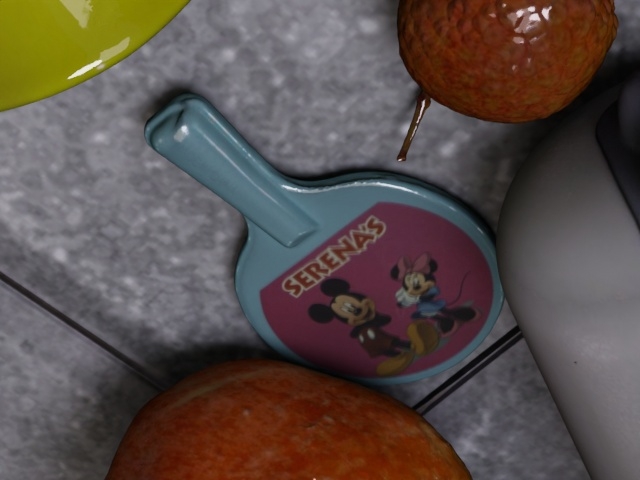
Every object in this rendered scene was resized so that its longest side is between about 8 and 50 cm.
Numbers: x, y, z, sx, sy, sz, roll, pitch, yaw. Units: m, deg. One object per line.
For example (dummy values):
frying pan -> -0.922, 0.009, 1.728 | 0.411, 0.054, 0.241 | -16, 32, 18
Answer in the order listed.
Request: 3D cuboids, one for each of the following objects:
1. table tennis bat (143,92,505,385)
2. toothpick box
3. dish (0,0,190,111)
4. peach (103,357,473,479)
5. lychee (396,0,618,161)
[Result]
table tennis bat -> 0.000, 0.000, 0.869 | 0.153, 0.040, 0.244 | -35, 120, 26
toothpick box -> 0.213, 0.051, 0.767 | 0.229, 0.229, 0.316 | -20, 121, 17
dish -> -0.129, -0.169, 0.687 | 0.262, 0.221, 0.108 | -37, 76, 23
peach -> -0.008, 0.192, 0.890 | 0.256, 0.232, 0.232 | 30, 124, 5
lychee -> 0.082, -0.106, 0.751 | 0.114, 0.140, 0.101 | -44, 113, -13
